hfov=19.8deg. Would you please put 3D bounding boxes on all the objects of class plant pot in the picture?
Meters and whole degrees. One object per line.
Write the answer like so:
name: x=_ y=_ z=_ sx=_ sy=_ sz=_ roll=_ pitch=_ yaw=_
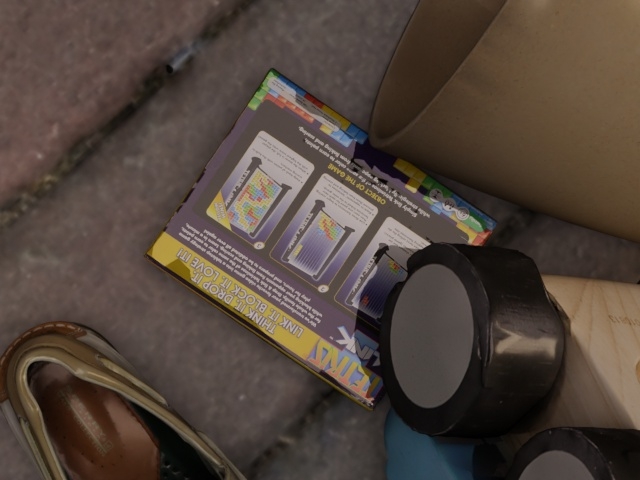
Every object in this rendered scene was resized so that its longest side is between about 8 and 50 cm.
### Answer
plant pot: x=0.210 y=-0.098 z=1.057 sx=0.274 sy=0.256 sz=0.256 roll=29 pitch=86 yaw=-9

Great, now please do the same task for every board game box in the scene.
board game box: x=0.000 y=0.000 z=1.126 sx=0.170 sy=0.048 sz=0.141 roll=35 pitch=88 yaw=-3

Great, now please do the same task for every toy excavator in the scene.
toy excavator: x=0.143 y=0.284 z=1.029 sx=0.222 sy=0.433 sz=0.445 roll=4 pitch=127 yaw=-31

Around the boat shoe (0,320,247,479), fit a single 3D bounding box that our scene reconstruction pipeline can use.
boat shoe: x=-0.086 y=0.177 z=1.086 sx=0.113 sy=0.103 sz=0.302 roll=-44 pitch=92 yaw=-4
